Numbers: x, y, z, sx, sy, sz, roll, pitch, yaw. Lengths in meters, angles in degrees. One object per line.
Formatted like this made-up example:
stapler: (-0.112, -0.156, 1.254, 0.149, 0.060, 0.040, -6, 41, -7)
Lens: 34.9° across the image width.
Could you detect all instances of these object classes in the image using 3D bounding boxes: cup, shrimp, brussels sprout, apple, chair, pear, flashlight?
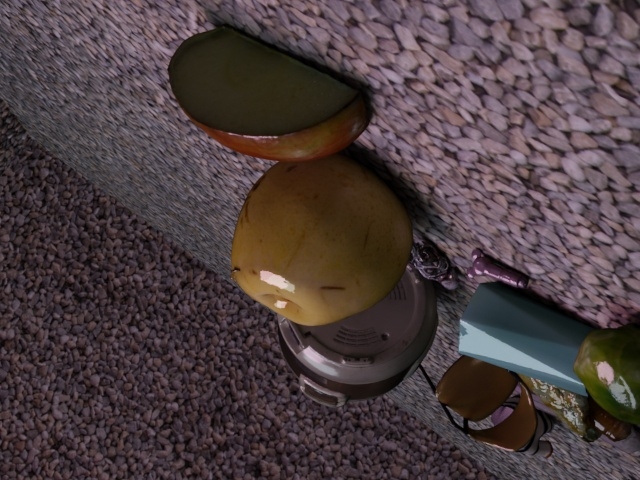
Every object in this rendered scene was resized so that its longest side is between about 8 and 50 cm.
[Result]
cup: (0.365, 0.173, 1.726, 0.235, 0.148, 0.134, 24, 165, 32)
shrimp: (0.200, 0.039, 1.872, 0.165, 0.056, 0.065, 36, -173, -43)
brussels sprout: (0.466, 0.201, 1.532, 0.161, 0.144, 0.181, 17, -171, 4)
apple: (-0.075, -0.212, 1.564, 0.346, 0.254, 0.179, 29, 124, 32)
chair: (0.322, 0.291, 2.016, 0.172, 0.159, 0.247, 38, -167, -15)
pear: (0.000, 0.000, 1.750, 0.309, 0.309, 0.309, 35, 167, 9)
flashlight: (0.300, 0.053, 1.709, 0.110, 0.052, 0.031, 23, -162, 31)

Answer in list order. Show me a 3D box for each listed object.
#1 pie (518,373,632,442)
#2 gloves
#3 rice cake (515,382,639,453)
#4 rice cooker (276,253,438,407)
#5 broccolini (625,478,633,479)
pie: (0.444, 0.266, 1.922, 0.274, 0.105, 0.257, 43, 176, -18)
gloves: (0.487, 0.433, 2.402, 0.140, 0.131, 0.218, 27, -166, 34)
rice cake: (0.528, 0.354, 2.114, 0.298, 0.050, 0.106, 22, 160, 50)
rice cooker: (0.068, 0.163, 2.053, 0.335, 0.335, 0.325, 35, 164, 9)
broccolini: (0.790, 0.601, 2.301, 0.123, 0.062, 0.271, 30, 166, -12)
